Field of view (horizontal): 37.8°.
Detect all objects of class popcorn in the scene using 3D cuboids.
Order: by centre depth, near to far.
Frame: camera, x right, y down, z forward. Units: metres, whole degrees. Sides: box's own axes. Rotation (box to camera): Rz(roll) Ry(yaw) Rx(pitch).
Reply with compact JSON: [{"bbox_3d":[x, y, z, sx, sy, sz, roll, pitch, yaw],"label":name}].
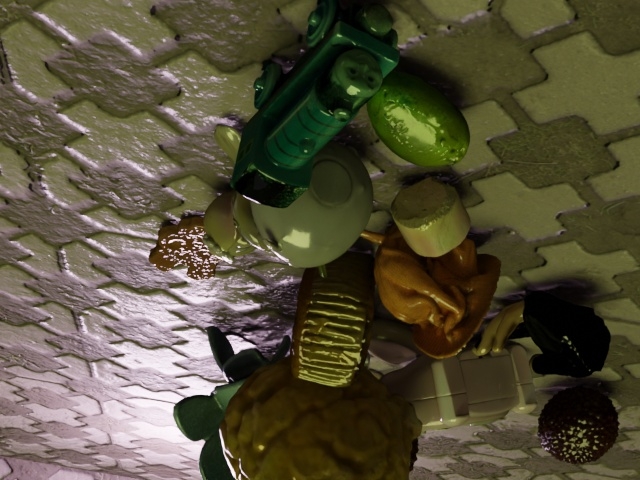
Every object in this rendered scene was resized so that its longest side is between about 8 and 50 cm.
[{"bbox_3d":[0.005,0.402,1.812,0.390,0.354,0.344,38,98,-20],"label":"popcorn"}]

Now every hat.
[{"bbox_3d":[0.148,0.052,1.611,0.233,0.244,0.233,35,136,-17],"label":"hat"}]

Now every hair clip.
[{"bbox_3d":[-0.140,0.375,2.122,0.238,0.392,0.318,-5,131,27],"label":"hair clip"}]

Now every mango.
[{"bbox_3d":[0.134,-0.171,1.295,0.119,0.100,0.178,-11,142,44],"label":"mango"}]

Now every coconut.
[{"bbox_3d":[0.182,-0.033,1.515,0.116,0.116,0.122,-6,143,25],"label":"coconut"}]

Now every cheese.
[{"bbox_3d":[0.110,0.194,2.008,0.251,0.054,0.127,30,142,-32],"label":"cheese"}]

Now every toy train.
[{"bbox_3d":[-0.008,-0.180,1.223,0.120,0.194,0.298,22,148,-21],"label":"toy train"}]

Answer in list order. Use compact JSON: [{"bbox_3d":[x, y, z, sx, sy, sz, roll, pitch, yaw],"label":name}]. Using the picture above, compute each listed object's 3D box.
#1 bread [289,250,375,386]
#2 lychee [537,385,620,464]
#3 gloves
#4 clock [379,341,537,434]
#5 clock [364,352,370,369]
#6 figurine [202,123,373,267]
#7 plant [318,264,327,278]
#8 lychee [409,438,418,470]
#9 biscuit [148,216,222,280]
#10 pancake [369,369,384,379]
[{"bbox_3d":[0.023,0.137,1.723,0.142,0.253,0.227,6,124,1],"label":"bread"},{"bbox_3d":[0.596,0.424,2.148,0.188,0.188,0.188,7,151,4],"label":"lychee"},{"bbox_3d":[0.424,0.191,1.816,0.301,0.152,0.197,-13,124,45],"label":"gloves"},{"bbox_3d":[0.255,0.337,2.039,0.342,0.184,0.326,7,156,-38],"label":"clock"},{"bbox_3d":[0.023,0.255,2.131,0.151,0.062,0.191,-1,149,18],"label":"clock"},{"bbox_3d":[-0.095,-0.069,1.512,0.274,0.226,0.394,52,150,-10],"label":"figurine"},{"bbox_3d":[0.000,0.000,1.628,0.104,0.122,0.116,-2,158,42],"label":"plant"},{"bbox_3d":[0.135,0.504,2.381,0.271,0.271,0.271,7,151,4],"label":"lychee"},{"bbox_3d":[-0.247,0.013,1.800,0.144,0.040,0.236,12,150,-19],"label":"biscuit"},{"bbox_3d":[0.095,0.346,2.313,0.139,0.022,0.139,7,150,4],"label":"pancake"}]
